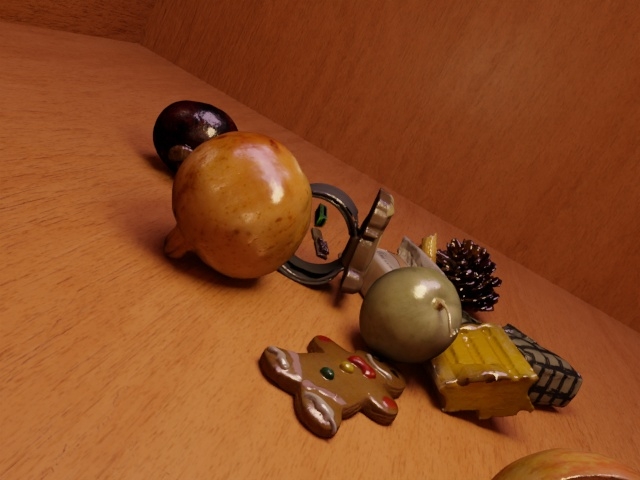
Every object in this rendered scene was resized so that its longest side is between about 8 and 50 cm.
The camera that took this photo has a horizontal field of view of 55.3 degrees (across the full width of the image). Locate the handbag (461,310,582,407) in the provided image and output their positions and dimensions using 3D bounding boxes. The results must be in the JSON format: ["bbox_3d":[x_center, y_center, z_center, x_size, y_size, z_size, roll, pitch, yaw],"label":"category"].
[{"bbox_3d":[0.604,0.370,1.934,0.325,0.162,0.327,20,11,-37],"label":"handbag"}]

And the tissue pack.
[{"bbox_3d":[0.273,0.135,1.941,0.238,0.238,0.305,19,20,-30],"label":"tissue pack"}]

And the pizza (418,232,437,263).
[{"bbox_3d":[0.374,0.104,2.188,0.075,0.280,0.288,7,6,4],"label":"pizza"}]

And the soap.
[{"bbox_3d":[0.407,0.340,1.647,0.259,0.143,0.281,-2,24,-4],"label":"soap"}]

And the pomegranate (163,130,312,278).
[{"bbox_3d":[-0.223,-0.078,1.569,0.410,0.410,0.410,26,18,-9],"label":"pomegranate"}]

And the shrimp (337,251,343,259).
[{"bbox_3d":[0.151,0.093,2.156,0.217,0.051,0.115,18,27,-34],"label":"shrimp"}]

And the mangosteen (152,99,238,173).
[{"bbox_3d":[-0.427,-0.329,2.097,0.297,0.293,0.297,10,-1,0],"label":"mangosteen"}]

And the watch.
[{"bbox_3d":[0.016,-0.040,1.826,0.327,0.335,0.314,23,17,0],"label":"watch"}]

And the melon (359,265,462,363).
[{"bbox_3d":[0.229,0.195,1.591,0.272,0.308,0.272,27,42,-27],"label":"melon"}]

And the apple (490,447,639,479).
[{"bbox_3d":[0.492,0.538,1.219,0.309,0.314,0.252,28,59,-7],"label":"apple"}]

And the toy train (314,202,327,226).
[{"bbox_3d":[0.005,-0.096,2.458,0.042,0.044,0.209,28,18,-9],"label":"toy train"}]

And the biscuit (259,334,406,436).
[{"bbox_3d":[0.062,0.305,1.400,0.432,0.064,0.283,7,28,-49],"label":"biscuit"}]

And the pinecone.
[{"bbox_3d":[0.547,0.127,2.335,0.296,0.242,0.298,54,-9,-33],"label":"pinecone"}]

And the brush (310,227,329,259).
[{"bbox_3d":[0.000,0.000,2.201,0.043,0.036,0.248,29,17,-16],"label":"brush"}]
